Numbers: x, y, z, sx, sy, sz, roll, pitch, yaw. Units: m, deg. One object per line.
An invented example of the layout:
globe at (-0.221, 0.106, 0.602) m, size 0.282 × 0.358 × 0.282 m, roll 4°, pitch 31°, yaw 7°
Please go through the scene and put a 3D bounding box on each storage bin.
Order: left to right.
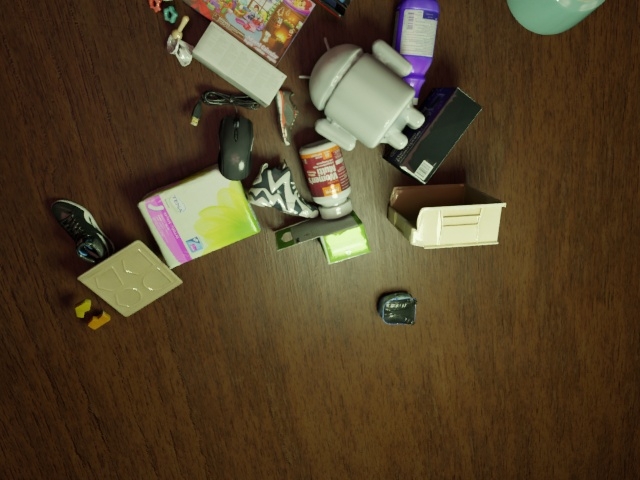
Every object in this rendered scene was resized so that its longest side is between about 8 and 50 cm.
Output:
storage bin at (0.362, -0.081, 1.439) m, size 0.261 × 0.262 × 0.123 m, roll -3°, pitch 110°, yaw -8°

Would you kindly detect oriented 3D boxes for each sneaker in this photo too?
sneaker at (-0.685, -0.023, 1.370) m, size 0.079 × 0.121 × 0.217 m, roll -40°, pitch 108°, yaw 4°
sneaker at (-0.093, -0.159, 1.432) m, size 0.235 × 0.094 × 0.152 m, roll 14°, pitch 89°, yaw -26°
sneaker at (-0.090, -0.356, 1.393) m, size 0.065 × 0.061 × 0.157 m, roll -9°, pitch 109°, yaw -13°

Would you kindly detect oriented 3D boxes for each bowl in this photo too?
bowl at (0.698, -0.748, 1.338) m, size 0.312 × 0.163 × 0.311 m, roll -3°, pitch 108°, yaw -8°

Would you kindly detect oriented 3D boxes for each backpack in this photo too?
backpack at (0.253, 0.228, 1.609) m, size 0.115 × 0.084 × 0.104 m, roll -2°, pitch 107°, yaw -13°

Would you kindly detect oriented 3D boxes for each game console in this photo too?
game console at (0.027, -0.690, 1.297) m, size 0.144 × 0.124 × 0.085 m, roll 30°, pitch 127°, yaw -16°

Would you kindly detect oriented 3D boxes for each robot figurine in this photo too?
robot figurine at (0.114, -0.393, 1.316) m, size 0.354 × 0.200 × 0.299 m, roll 38°, pitch 98°, yaw 0°

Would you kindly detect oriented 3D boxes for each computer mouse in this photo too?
computer mouse at (-0.270, -0.302, 1.330) m, size 0.184 × 0.060 × 0.261 m, roll 8°, pitch 79°, yaw -9°

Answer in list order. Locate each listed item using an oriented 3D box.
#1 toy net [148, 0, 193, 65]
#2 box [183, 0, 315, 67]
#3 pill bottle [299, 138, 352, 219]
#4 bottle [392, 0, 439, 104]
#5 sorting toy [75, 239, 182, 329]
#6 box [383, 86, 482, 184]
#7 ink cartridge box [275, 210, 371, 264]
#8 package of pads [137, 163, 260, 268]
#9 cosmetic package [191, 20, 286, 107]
toy net at (-0.403, -0.577, 1.264) m, size 0.122 × 0.045 × 0.232 m, roll 10°, pitch 122°, yaw 22°
box at (-0.190, -0.637, 1.291) m, size 0.293 × 0.057 × 0.200 m, roll 32°, pitch 100°, yaw -16°
pill bottle at (0.022, -0.182, 1.429) m, size 0.121 × 0.121 × 0.221 m, roll -18°, pitch 108°, yaw -3°
bottle at (0.263, -0.535, 1.373) m, size 0.118 × 0.092 × 0.282 m, roll 1°, pitch 107°, yaw -11°
sorting toy at (-0.606, 0.139, 1.442) m, size 0.307 × 0.041 × 0.229 m, roll -32°, pitch 133°, yaw 2°
box at (0.318, -0.309, 1.403) m, size 0.103 × 0.184 × 0.261 m, roll 33°, pitch 99°, yaw -14°
ink cartridge box at (0.000, 0.000, 1.448) m, size 0.256 × 0.188 × 0.096 m, roll -18°, pitch 110°, yaw -1°
package of pads at (-0.355, -0.081, 1.413) m, size 0.297 × 0.101 × 0.229 m, roll -23°, pitch 109°, yaw -4°
cosmetic package at (-0.221, -0.476, 1.314) m, size 0.239 × 0.060 × 0.098 m, roll 33°, pitch 87°, yaw -18°
